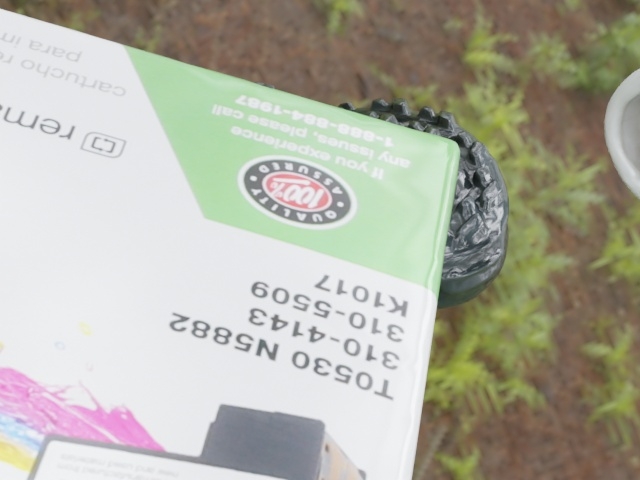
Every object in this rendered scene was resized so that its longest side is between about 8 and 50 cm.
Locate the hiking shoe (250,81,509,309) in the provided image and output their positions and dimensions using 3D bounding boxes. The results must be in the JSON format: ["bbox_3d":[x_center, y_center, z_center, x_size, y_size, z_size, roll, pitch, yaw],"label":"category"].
[{"bbox_3d":[0.000,0.000,0.873,0.113,0.304,0.132,-20,111,-25],"label":"hiking shoe"}]

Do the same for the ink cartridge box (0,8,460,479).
[{"bbox_3d":[-0.087,0.075,0.417,0.201,0.117,0.278,16,44,-3],"label":"ink cartridge box"}]

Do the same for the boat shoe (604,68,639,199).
[{"bbox_3d":[0.213,0.023,0.522,0.156,0.135,0.367,-14,37,-26],"label":"boat shoe"}]
